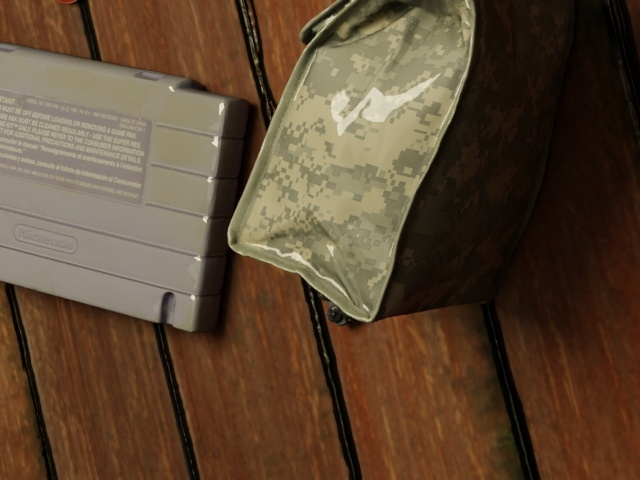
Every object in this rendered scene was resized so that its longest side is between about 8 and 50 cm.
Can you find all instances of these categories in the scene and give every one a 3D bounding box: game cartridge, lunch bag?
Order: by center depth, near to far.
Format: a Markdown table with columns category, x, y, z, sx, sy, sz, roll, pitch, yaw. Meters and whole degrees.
| category | x | y | z | sx | sy | sz | roll | pitch | yaw |
| --- | --- | --- | --- | --- | --- | --- | --- | --- | --- |
| lunch bag | 0.083 | -0.097 | 1.263 | 0.169 | 0.235 | 0.287 | 29 | 106 | 25 |
| game cartridge | -0.241 | -0.062 | 1.530 | 0.355 | 0.068 | 0.230 | 14 | 96 | 26 |

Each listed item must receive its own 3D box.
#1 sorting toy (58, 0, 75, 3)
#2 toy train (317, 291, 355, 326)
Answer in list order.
| category | x | y | z | sx | sy | sz | roll | pitch | yaw |
| --- | --- | --- | --- | --- | --- | --- | --- | --- | --- |
| sorting toy | -0.247 | -0.280 | 1.525 | 0.061 | 0.042 | 0.102 | -10 | 89 | 27 |
| toy train | 0.000 | 0.000 | 1.428 | 0.036 | 0.027 | 0.158 | -25 | 83 | 22 |
